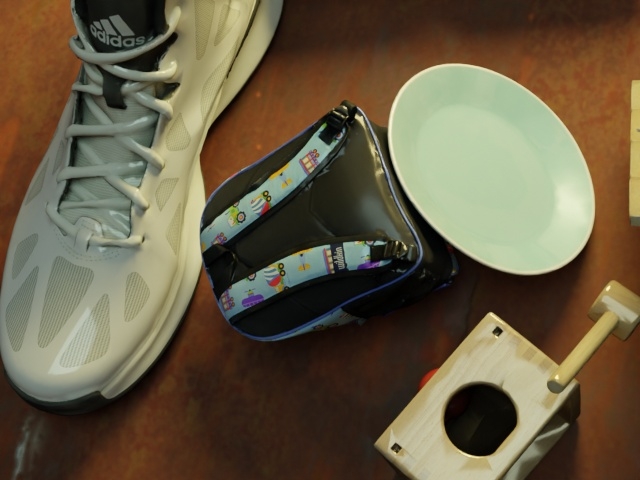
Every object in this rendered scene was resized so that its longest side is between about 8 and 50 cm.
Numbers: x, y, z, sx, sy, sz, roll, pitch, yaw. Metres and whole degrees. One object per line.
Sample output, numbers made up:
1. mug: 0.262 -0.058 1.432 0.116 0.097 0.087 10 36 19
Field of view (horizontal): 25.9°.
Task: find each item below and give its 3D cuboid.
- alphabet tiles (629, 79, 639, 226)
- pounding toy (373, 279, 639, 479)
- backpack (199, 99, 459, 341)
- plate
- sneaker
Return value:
1. alphabet tiles: 0.361 -0.067 0.967 0.285 0.011 0.342 0 29 13
2. pounding toy: 0.135 0.097 0.994 0.094 0.181 0.206 40 83 19
3. backpack: 0.000 0.000 1.084 0.173 0.117 0.158 -30 69 20
4. plate: 0.130 -0.053 1.081 0.188 0.024 0.188 14 57 -23
5. sneaker: -0.172 -0.098 1.070 0.169 0.257 0.447 15 77 14
